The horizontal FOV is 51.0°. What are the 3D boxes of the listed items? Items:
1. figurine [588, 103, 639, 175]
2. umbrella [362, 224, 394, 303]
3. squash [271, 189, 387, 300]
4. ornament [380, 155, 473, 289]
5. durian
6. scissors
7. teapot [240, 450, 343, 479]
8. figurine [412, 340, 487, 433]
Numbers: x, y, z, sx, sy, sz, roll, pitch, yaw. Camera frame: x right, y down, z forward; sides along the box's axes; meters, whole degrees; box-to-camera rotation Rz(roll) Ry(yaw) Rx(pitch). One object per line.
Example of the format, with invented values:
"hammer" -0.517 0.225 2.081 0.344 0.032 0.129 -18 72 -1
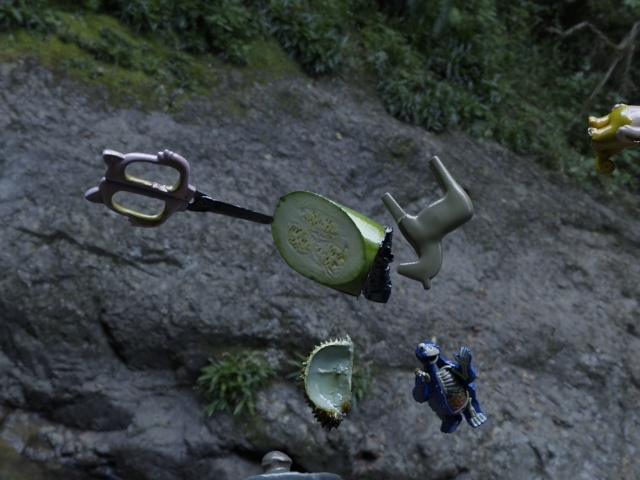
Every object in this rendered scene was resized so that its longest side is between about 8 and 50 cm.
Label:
"figurine" 0.503 -0.166 0.925 0.131 0.246 0.156 66 31 -31
"umbrella" 0.150 0.054 1.688 0.080 0.224 0.071 16 39 16
"squash" 0.000 0.000 1.492 0.260 0.189 0.189 24 10 2
"ornament" 0.243 -0.033 1.530 0.245 0.230 0.061 57 1 12
"durian" 0.016 0.377 1.790 0.139 0.252 0.144 -3 -22 19
"scissors" -0.219 -0.068 1.120 0.317 0.160 0.024 15 34 -30
"teapot" -0.006 0.392 0.812 0.223 0.305 0.285 57 20 -58
"figurine" 0.302 0.343 1.628 0.164 0.262 0.121 -11 23 15
